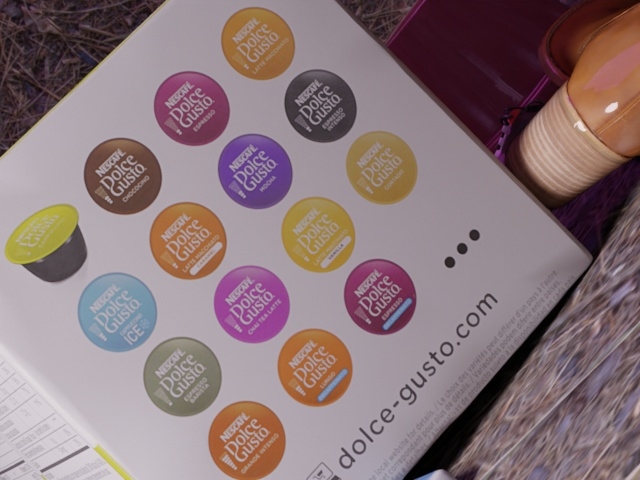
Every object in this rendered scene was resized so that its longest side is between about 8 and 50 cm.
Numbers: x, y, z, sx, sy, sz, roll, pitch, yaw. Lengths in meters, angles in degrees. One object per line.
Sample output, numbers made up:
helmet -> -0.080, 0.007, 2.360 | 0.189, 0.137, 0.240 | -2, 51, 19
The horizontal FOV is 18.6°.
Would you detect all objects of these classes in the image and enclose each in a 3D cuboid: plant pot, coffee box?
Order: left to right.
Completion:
coffee box -> -0.086, 0.042, 1.409 | 0.337, 0.334, 0.338 | -46, 4, -21
plant pot -> 0.159, -0.163, 1.825 | 0.201, 0.180, 0.201 | -52, 4, 5

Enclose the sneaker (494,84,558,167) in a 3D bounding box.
sneaker -> 0.169, -0.080, 1.678 | 0.158, 0.065, 0.061 | -43, 2, -5

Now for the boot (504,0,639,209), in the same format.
boot -> 0.247, -0.154, 1.381 | 0.220, 0.109, 0.283 | -42, 2, 35

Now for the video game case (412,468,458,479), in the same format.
video game case -> -0.004, 0.247, 1.245 | 0.212, 0.023, 0.193 | -54, 5, -23
